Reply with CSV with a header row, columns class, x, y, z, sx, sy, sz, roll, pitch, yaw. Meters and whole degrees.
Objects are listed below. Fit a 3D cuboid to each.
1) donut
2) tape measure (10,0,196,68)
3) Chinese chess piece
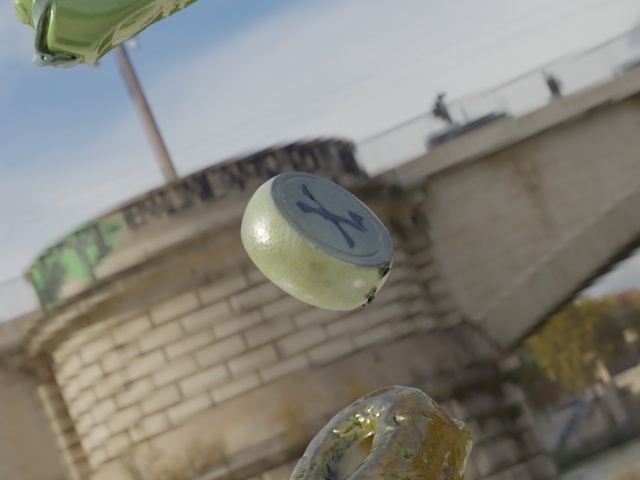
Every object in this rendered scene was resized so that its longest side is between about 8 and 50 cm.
class,x,y,z,sx,sy,sz,roll,pitch,yaw
donut,0.059,0.281,1.934,0.208,0.128,0.261,-29,20,25
tape measure,-0.207,-0.255,1.586,0.200,0.175,0.106,-36,-4,-13
Chinese chess piece,0.000,0.000,2.478,0.238,0.238,0.092,-10,-40,-54
